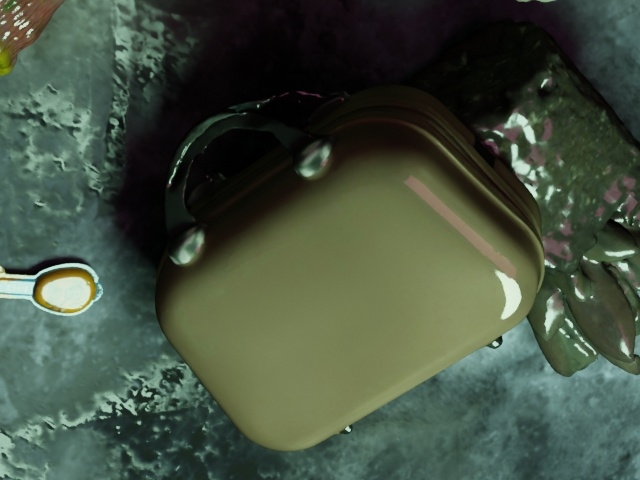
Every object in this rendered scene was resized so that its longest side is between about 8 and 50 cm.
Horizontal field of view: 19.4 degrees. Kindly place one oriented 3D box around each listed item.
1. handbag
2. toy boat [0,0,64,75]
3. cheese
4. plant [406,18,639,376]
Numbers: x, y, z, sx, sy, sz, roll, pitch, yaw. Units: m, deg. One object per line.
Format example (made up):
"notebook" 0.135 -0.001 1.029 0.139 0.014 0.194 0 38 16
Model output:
"handbag" 0.000 0.000 1.502 0.302 0.149 0.283 -33 112 27
"toy boat" -0.250 -0.221 1.308 0.099 0.141 0.318 -3 147 11
"cheese" -0.230 0.039 1.536 0.111 0.017 0.047 4 106 -29
"plant" 0.210 -0.029 1.639 0.181 0.194 0.321 -41 120 -2
